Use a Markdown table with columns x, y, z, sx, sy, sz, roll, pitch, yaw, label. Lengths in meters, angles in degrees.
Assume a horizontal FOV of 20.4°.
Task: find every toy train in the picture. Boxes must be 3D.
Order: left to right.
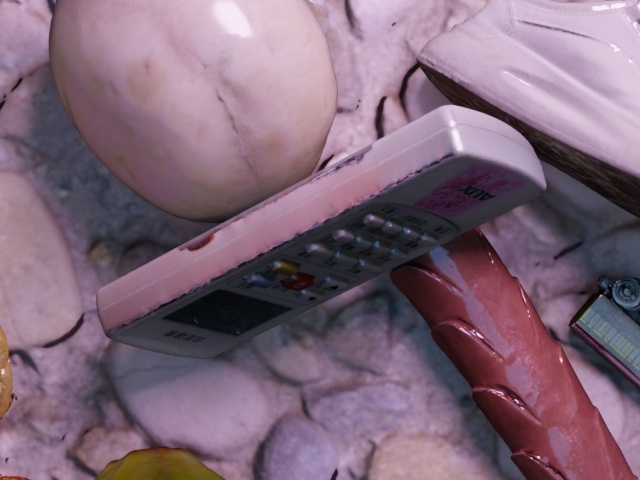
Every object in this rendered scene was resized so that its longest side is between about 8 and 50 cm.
| x | y | z | sx | sy | sz | roll | pitch | yaw | label |
| --- | --- | --- | --- | --- | --- | --- | --- | --- | --- |
| 0.273 | 0.088 | 1.445 | 0.148 | 0.038 | 0.071 | 42 | 97 | -2 | toy train |

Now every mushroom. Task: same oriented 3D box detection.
| x | y | z | sx | sy | sz | roll | pitch | yaw | label |
| --- | --- | --- | --- | --- | --- | --- | --- | --- | --- |
| -0.086 | -0.132 | 1.360 | 0.246 | 0.202 | 0.246 | 26 | 135 | 29 | mushroom |

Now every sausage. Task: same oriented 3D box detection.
| x | y | z | sx | sy | sz | roll | pitch | yaw | label |
| --- | --- | --- | --- | --- | --- | --- | --- | --- | --- |
| 0.168 | 0.126 | 1.434 | 0.088 | 0.088 | 0.433 | -32 | 96 | 7 | sausage |

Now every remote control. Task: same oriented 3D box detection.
| x | y | z | sx | sy | sz | roll | pitch | yaw | label |
| --- | --- | --- | --- | --- | --- | --- | --- | --- | --- |
| 0.000 | 0.001 | 1.346 | 0.344 | 0.145 | 0.050 | -27 | 66 | 26 | remote control |

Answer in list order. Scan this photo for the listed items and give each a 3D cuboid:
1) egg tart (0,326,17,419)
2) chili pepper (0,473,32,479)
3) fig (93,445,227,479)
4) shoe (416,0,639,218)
| x | y | z | sx | sy | sz | roll | pitch | yaw | label |
| --- | --- | --- | --- | --- | --- | --- | --- | --- | --- |
| -0.309 | 0.109 | 1.470 | 0.130 | 0.052 | 0.130 | 0 | 96 | 4 | egg tart |
| -0.274 | 0.295 | 1.477 | 0.084 | 0.086 | 0.192 | 18 | 96 | -25 | chili pepper |
| -0.125 | 0.320 | 1.385 | 0.316 | 0.316 | 0.316 | 0 | 98 | 3 | fig |
| 0.232 | -0.120 | 1.348 | 0.316 | 0.124 | 0.159 | 29 | 82 | 27 | shoe |
